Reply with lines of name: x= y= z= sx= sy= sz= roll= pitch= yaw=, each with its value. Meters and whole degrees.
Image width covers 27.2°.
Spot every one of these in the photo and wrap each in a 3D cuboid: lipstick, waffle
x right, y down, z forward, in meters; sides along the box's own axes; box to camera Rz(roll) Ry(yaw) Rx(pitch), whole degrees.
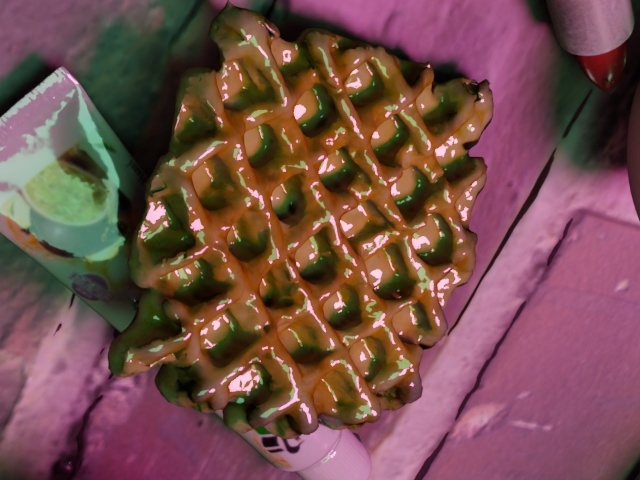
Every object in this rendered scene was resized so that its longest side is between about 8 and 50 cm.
lipstick: x=0.129 y=-0.146 z=0.675 sx=0.063 sy=0.057 sz=0.186 roll=-33 pitch=135 yaw=-7
waffle: x=-0.002 y=0.000 z=0.671 sx=0.223 sy=0.054 sz=0.204 roll=10 pitch=94 yaw=-41

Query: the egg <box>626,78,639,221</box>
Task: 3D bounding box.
egg: x=0.251 y=-0.074 z=0.722 sx=0.151 sy=0.151 sz=0.209 roll=13 pitch=116 yaw=-34

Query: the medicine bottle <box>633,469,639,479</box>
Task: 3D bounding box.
medicine bottle: x=0.382 y=0.265 z=0.923 sx=0.245 sy=0.290 sz=0.245 roll=-14 pitch=125 yaw=-21

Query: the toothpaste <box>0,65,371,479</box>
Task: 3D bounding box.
toothpaste: x=-0.065 y=0.041 z=0.692 sx=0.314 sy=0.056 sz=0.058 roll=50 pitch=47 yaw=-37
